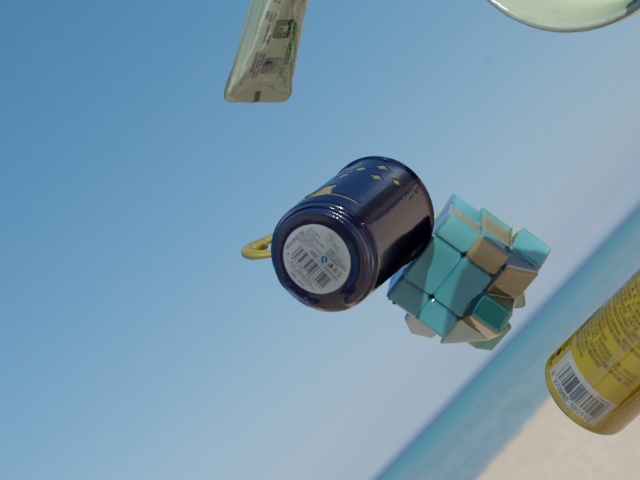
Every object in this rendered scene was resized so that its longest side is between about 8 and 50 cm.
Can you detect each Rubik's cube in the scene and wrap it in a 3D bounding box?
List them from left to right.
[{"bbox_3d":[0.236,0.071,2.190,0.265,0.213,0.224,-53,5,18],"label":"Rubik's cube"}]

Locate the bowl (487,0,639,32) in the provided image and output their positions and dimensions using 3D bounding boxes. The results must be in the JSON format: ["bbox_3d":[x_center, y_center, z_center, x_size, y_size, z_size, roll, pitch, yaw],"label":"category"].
[{"bbox_3d":[0.309,-0.401,1.566,0.307,0.307,0.163,-51,-13,30],"label":"bowl"}]

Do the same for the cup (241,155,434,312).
[{"bbox_3d":[0.017,0.014,1.995,0.255,0.178,0.256,-39,-1,28],"label":"cup"}]

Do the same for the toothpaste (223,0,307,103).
[{"bbox_3d":[-0.029,-0.207,1.078,0.064,0.041,0.218,-4,-56,-33],"label":"toothpaste"}]

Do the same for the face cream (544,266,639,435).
[{"bbox_3d":[0.350,0.045,1.264,0.105,0.105,0.349,-35,-14,-51],"label":"face cream"}]
